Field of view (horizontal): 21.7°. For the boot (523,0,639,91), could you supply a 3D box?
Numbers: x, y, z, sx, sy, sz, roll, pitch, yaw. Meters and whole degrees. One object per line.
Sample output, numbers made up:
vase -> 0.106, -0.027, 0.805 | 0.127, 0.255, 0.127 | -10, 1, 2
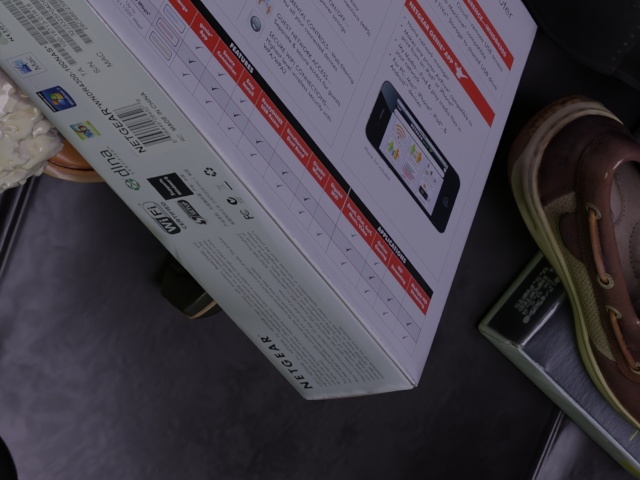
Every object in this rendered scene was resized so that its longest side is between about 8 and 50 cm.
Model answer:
boot -> 0.274, -0.191, 1.186 | 0.263, 0.091, 0.229 | 47, 55, -2

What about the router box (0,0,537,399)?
router box -> -0.019, -0.127, 0.950 | 0.335, 0.082, 0.301 | 50, 45, -33

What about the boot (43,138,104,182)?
boot -> -0.163, -0.115, 0.973 | 0.197, 0.073, 0.152 | 2, 106, -33

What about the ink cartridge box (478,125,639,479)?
ink cartridge box -> 0.315, 0.041, 1.326 | 0.307, 0.072, 0.303 | 42, 84, -33

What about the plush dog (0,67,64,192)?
plush dog -> -0.287, -0.017, 0.859 | 0.262, 0.210, 0.225 | 22, 130, -14

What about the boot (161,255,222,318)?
boot -> 0.000, 0.000, 1.119 | 0.198, 0.077, 0.137 | -47, 130, -5

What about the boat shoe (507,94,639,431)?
boat shoe -> 0.253, 0.050, 1.179 | 0.123, 0.123, 0.342 | -38, 120, -11
